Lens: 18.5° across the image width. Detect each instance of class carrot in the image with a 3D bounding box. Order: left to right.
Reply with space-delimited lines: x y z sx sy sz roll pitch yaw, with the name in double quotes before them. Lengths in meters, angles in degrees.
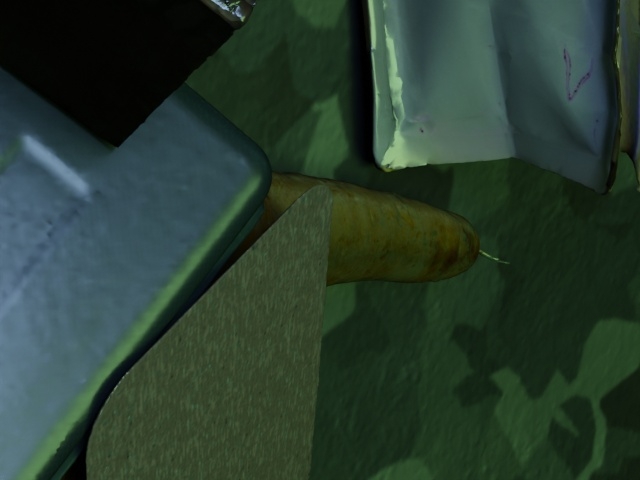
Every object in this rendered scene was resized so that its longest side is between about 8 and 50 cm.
"carrot" 0.000 0.000 0.973 0.298 0.078 0.078 3 99 -49

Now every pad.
"pad" -0.050 0.104 0.907 0.176 0.002 0.266 -46 155 -35

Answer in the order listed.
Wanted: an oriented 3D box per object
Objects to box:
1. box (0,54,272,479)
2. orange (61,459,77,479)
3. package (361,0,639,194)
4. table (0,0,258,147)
"box" -0.139 0.011 0.788 0.160 0.050 0.230 40 70 -9
"orange" -0.145 0.097 0.841 0.083 0.083 0.083 -16 113 -42
"package" 0.143 -0.189 0.990 0.221 0.165 0.311 -20 116 -41
"table" -0.072 -0.177 0.732 0.172 0.169 0.193 37 69 -9
